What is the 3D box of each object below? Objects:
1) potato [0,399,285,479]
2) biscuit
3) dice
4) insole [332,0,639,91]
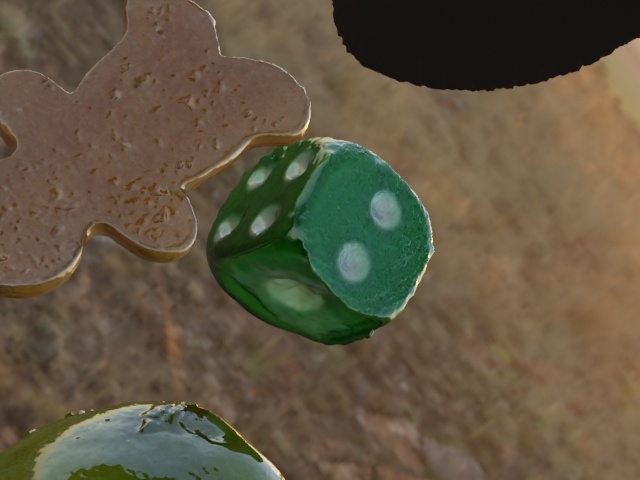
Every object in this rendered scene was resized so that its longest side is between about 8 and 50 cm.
[{"bbox_3d":[-0.132,0.191,1.025,0.186,0.148,0.253,45,46,16],"label":"potato"},{"bbox_3d":[-0.134,-0.053,1.007,0.165,0.250,0.036,39,-28,11],"label":"biscuit"},{"bbox_3d":[0.000,0.000,1.236,0.131,0.120,0.128,40,-27,-25],"label":"dice"},{"bbox_3d":[0.126,-0.132,0.586,0.007,0.322,0.109,-7,80,-52],"label":"insole"}]
